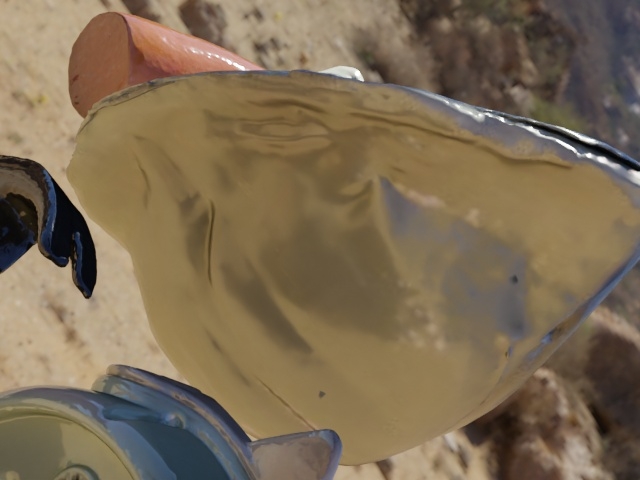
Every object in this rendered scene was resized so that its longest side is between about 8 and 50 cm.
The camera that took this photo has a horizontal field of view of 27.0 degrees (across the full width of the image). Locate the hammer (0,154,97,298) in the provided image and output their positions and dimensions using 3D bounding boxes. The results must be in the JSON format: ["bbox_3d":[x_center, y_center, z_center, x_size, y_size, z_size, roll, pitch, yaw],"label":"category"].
[{"bbox_3d":[-0.243,0.137,0.588,0.044,0.168,0.440,52,54,-38],"label":"hammer"}]

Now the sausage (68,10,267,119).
[{"bbox_3d":[-0.110,-0.130,1.257,0.259,0.113,0.114,17,36,-45],"label":"sausage"}]

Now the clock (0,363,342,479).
[{"bbox_3d":[-0.128,0.187,0.638,0.108,0.324,0.265,31,45,-52],"label":"clock"}]

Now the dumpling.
[{"bbox_3d":[0.000,0.000,0.818,0.315,0.395,0.233,29,63,-33],"label":"dumpling"}]
